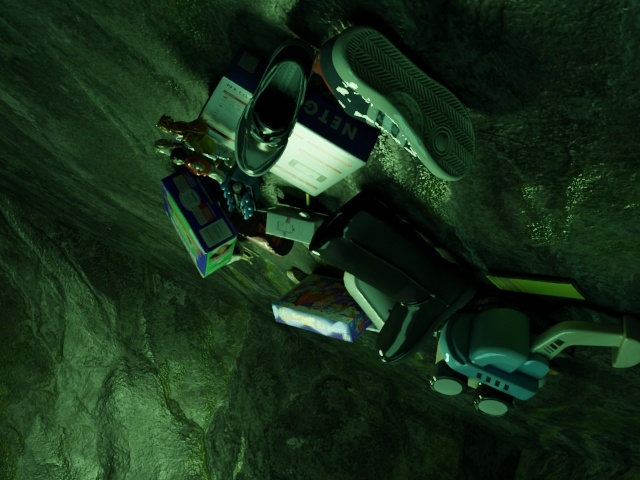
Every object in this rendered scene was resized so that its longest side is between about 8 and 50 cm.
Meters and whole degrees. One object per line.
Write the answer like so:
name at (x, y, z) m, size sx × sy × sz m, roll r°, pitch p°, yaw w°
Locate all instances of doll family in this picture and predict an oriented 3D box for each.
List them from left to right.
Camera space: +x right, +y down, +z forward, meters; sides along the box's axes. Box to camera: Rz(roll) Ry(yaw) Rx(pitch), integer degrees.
doll family at (-0.287, -0.219, 1.501) m, size 0.163 × 0.118 × 0.263 m, roll 29°, pitch 180°, yaw -29°

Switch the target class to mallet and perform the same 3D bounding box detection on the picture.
mallet at (-0.036, -0.117, 1.764) m, size 0.039 × 0.062 × 0.190 m, roll 19°, pitch 161°, yaw 10°

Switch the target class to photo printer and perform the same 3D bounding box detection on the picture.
photo printer at (0.190, 0.198, 2.110) m, size 0.307 × 0.107 × 0.256 m, roll 52°, pitch 174°, yaw 3°

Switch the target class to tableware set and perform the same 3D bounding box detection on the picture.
tableware set at (-0.348, 0.030, 2.603) m, size 0.194 × 0.039 × 0.128 m, roll 35°, pitch 159°, yaw -29°

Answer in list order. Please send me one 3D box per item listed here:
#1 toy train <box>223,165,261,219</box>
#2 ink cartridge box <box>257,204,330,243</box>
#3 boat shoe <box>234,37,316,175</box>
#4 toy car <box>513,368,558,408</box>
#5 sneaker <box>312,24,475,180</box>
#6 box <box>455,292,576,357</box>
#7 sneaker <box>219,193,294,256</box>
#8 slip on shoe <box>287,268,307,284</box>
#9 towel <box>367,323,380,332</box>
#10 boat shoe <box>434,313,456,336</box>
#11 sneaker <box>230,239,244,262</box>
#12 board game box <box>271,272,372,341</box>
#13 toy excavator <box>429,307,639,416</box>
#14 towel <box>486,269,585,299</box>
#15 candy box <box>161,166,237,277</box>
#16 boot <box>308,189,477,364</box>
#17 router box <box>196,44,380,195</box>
toy train at (-0.212, -0.133, 1.874) m, size 0.080 × 0.105 × 0.184 m, roll 26°, pitch 162°, yaw 10°
ink cartridge box at (-0.076, -0.048, 1.914) m, size 0.198 × 0.067 × 0.115 m, roll 15°, pitch -163°, yaw 28°
boat shoe at (-0.092, -0.225, 1.246) m, size 0.108 × 0.102 × 0.301 m, roll 25°, pitch 129°, yaw -11°
toy car at (0.697, 0.457, 2.305) m, size 0.238 × 0.219 × 0.210 m, roll -10°, pitch 153°, yaw 9°
sneaker at (0.129, -0.232, 1.167) m, size 0.350 × 0.131 × 0.148 m, roll 41°, pitch 163°, yaw -28°
box at (0.576, 0.268, 2.051) m, size 0.295 × 0.073 × 0.293 m, roll 30°, pitch 160°, yaw -15°
sneaker at (-0.226, -0.047, 2.120) m, size 0.136 × 0.116 × 0.314 m, roll 10°, pitch 156°, yaw 46°
slip on shoe at (-0.068, 0.153, 2.579) m, size 0.135 × 0.051 × 0.041 m, roll 40°, pitch 160°, yaw -20°
towel at (0.183, 0.261, 2.387) m, size 0.285 × 0.209 × 0.034 m, roll 9°, pitch 111°, yaw 40°
boat shoe at (0.330, 0.214, 2.046) m, size 0.118 × 0.103 × 0.320 m, roll 23°, pitch 152°, yaw 49°
sneaker at (-0.370, -0.009, 2.447) m, size 0.111 × 0.103 × 0.252 m, roll -9°, pitch 143°, yaw 39°
board game box at (0.035, 0.229, 2.361) m, size 0.347 × 0.233 × 0.078 m, roll 9°, pitch 122°, yaw 39°
toy excavator at (0.565, 0.292, 1.799) m, size 0.432 × 0.222 × 0.445 m, roll 24°, pitch 140°, yaw -5°
towel at (0.556, 0.115, 1.735) m, size 0.237 × 0.021 × 0.102 m, roll 5°, pitch 159°, yaw 44°
candy box at (-0.382, -0.055, 2.094) m, size 0.268 × 0.122 × 0.317 m, roll 58°, pitch 164°, yaw 8°
boot at (0.148, 0.115, 1.786) m, size 0.445 × 0.367 × 0.146 m, roll 31°, pitch -161°, yaw -31°
router box at (-0.083, -0.240, 1.450) m, size 0.335 × 0.082 × 0.301 m, roll 30°, pitch 161°, yaw -15°
